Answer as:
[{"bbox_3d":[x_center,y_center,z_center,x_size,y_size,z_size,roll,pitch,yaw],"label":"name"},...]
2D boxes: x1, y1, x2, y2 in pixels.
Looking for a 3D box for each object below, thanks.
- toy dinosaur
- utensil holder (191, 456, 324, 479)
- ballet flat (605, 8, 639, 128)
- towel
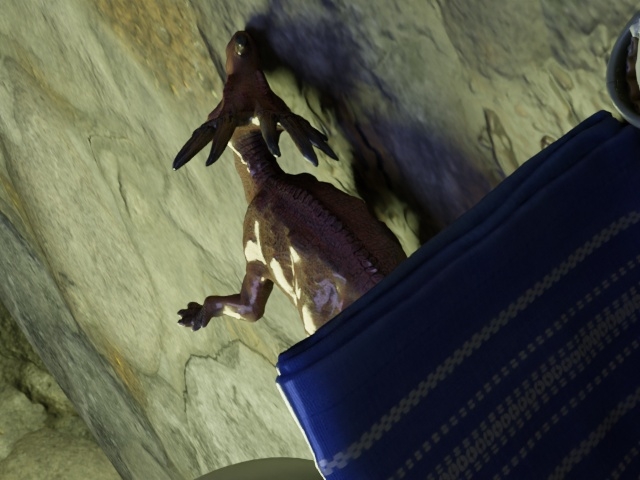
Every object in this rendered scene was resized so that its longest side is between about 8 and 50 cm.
[{"bbox_3d":[0.000,0.000,0.852,0.295,0.127,0.200,35,143,32],"label":"toy dinosaur"},{"bbox_3d":[0.015,0.409,1.027,0.385,0.327,0.328,37,151,53],"label":"utensil holder"},{"bbox_3d":[0.159,-0.077,0.436,0.213,0.068,0.072,139,128,-75],"label":"ballet flat"},{"bbox_3d":[0.143,0.132,0.572,0.040,0.243,0.336,-21,101,54],"label":"towel"}]
